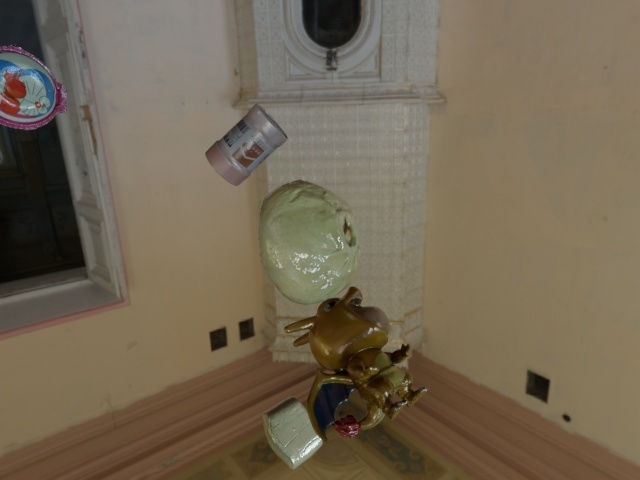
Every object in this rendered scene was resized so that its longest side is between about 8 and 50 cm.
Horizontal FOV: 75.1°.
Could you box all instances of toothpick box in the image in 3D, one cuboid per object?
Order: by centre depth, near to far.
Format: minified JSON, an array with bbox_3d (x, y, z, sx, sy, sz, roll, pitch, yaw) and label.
[{"bbox_3d":[-0.153,-0.198,0.870,0.149,0.098,0.098,-40,-169,11],"label":"toothpick box"}]

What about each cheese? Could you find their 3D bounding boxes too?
[{"bbox_3d":[-0.367,-0.178,0.470,0.038,0.095,0.145,4,-177,42],"label":"cheese"}]

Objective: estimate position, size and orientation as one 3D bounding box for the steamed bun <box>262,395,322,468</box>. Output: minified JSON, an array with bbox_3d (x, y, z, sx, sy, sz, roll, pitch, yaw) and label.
[{"bbox_3d":[-0.128,0.793,1.726,0.200,0.250,0.155,-27,167,-35],"label":"steamed bun"}]

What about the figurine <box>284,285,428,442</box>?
[{"bbox_3d":[0.096,0.359,1.232,0.401,0.268,0.387,-15,-127,-39],"label":"figurine"}]

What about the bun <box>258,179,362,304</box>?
[{"bbox_3d":[0.001,-0.003,1.162,0.202,0.364,0.364,-12,-170,29],"label":"bun"}]
